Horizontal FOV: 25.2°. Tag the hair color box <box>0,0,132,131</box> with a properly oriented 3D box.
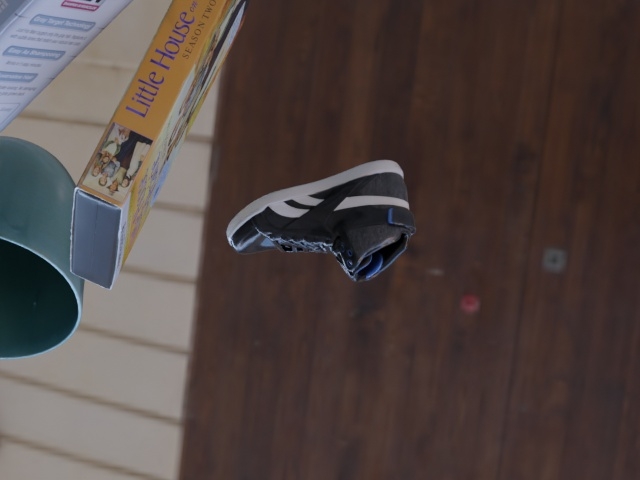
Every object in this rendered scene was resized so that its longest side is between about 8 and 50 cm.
[{"bbox_3d":[-0.382,-0.203,1.551,0.113,0.374,0.185,52,-162,9],"label":"hair color box"}]

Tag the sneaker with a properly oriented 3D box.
[{"bbox_3d":[0.000,0.000,1.587,0.217,0.121,0.079,-22,152,17],"label":"sneaker"}]

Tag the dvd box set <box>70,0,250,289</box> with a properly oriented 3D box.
[{"bbox_3d":[-0.181,-0.173,1.709,0.062,0.420,0.307,24,158,-1],"label":"dvd box set"}]

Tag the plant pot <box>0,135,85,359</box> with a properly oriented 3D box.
[{"bbox_3d":[-0.468,-0.008,2.065,0.293,0.293,0.235,7,-130,-1],"label":"plant pot"}]
